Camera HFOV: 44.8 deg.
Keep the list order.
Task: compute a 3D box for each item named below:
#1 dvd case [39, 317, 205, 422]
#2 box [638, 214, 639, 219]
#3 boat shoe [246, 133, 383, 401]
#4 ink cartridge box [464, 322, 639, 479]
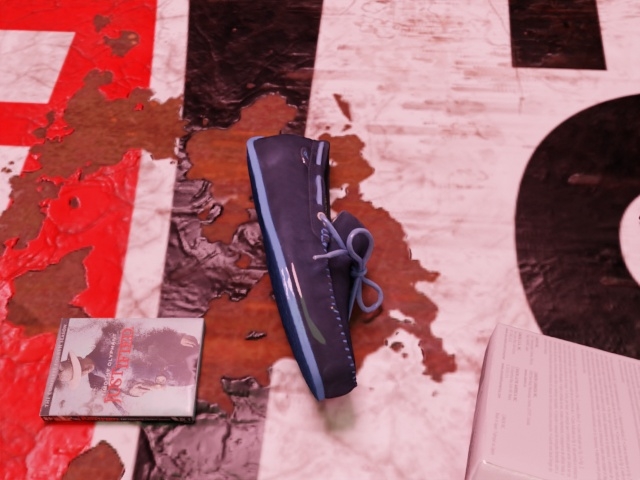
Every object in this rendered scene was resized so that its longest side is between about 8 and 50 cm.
[{"bbox_3d":[-0.155,0.102,0.621,0.120,0.013,0.087,0,56,4],"label":"dvd case"},{"bbox_3d":[0.379,-0.018,0.625,0.158,0.093,0.156,-23,58,-13],"label":"box"},{"bbox_3d":[0.000,0.000,0.627,0.089,0.109,0.258,-10,58,-8],"label":"boat shoe"},{"bbox_3d":[0.212,0.140,0.502,0.225,0.056,0.181,16,24,10],"label":"ink cartridge box"}]
